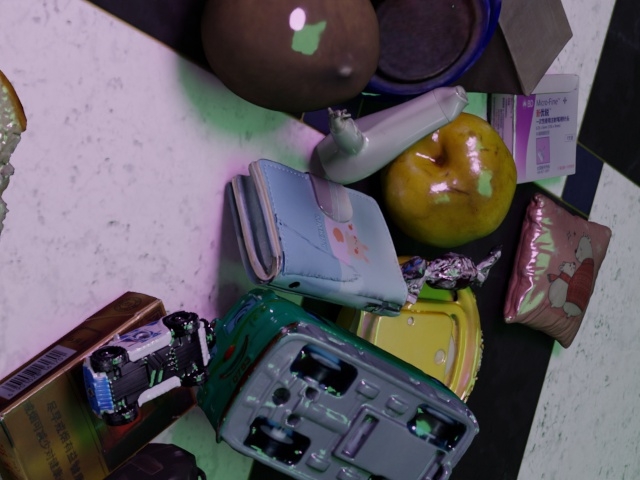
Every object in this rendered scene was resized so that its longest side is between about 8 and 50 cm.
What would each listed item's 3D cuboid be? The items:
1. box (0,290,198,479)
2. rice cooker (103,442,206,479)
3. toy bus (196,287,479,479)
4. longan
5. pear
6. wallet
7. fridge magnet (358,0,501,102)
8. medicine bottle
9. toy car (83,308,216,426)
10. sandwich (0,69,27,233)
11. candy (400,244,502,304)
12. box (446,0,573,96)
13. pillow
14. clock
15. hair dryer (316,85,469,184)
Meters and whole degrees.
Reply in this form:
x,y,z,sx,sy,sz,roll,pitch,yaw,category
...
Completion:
x,y,z,sx,sy,sz,roll,pitch,yaw,category
-0.258,0.185,1.462,0.240,0.071,0.159,-37,121,-37,box
-0.211,0.302,1.506,0.165,0.112,0.106,-14,113,-43,rice cooker
0.009,0.196,1.622,0.343,0.199,0.183,31,97,-31,toy bus
-0.036,-0.244,1.528,0.220,0.196,0.196,3,96,-33,longan
0.178,-0.083,1.813,0.200,0.200,0.200,-13,107,-46,pear
0.000,0.000,1.652,0.250,0.075,0.176,17,48,-47,wallet
0.109,-0.292,1.674,0.265,0.113,0.265,-8,127,-11,fridge magnet
0.337,-0.179,2.068,0.201,0.052,0.171,-10,104,-49,medicine bottle
-0.186,0.132,1.426,0.170,0.070,0.080,-26,115,-41,toy car
-0.372,-0.021,1.268,0.254,0.099,0.288,-44,127,-33,sandwich
0.179,0.044,1.804,0.226,0.094,0.051,-4,60,-50,candy
0.232,-0.342,1.840,0.155,0.149,0.231,-53,132,-28,box
0.387,0.054,2.145,0.236,0.084,0.223,20,85,-46,pillow
0.112,0.157,1.867,0.293,0.071,0.277,15,88,-41,clock
0.069,-0.150,1.623,0.075,0.206,0.237,66,16,12,hair dryer
